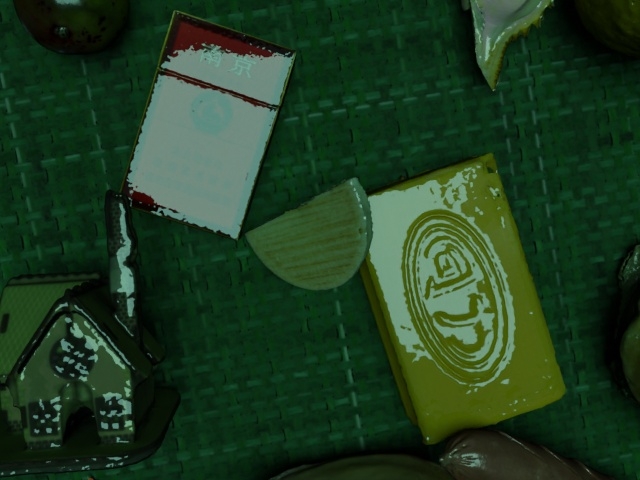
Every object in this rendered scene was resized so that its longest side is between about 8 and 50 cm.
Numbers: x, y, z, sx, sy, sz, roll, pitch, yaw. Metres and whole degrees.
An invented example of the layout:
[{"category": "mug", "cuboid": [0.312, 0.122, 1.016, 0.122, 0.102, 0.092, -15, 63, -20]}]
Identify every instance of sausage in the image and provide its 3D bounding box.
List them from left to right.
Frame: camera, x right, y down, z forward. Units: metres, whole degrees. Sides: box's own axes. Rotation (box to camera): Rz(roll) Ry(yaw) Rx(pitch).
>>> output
[{"category": "sausage", "cuboid": [0.318, 0.321, 0.744, 0.433, 0.088, 0.088, 27, 92, -20]}]

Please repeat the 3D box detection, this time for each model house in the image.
[{"category": "model house", "cuboid": [-0.286, 0.087, 0.668, 0.218, 0.205, 0.279, -4, 95, -4]}]

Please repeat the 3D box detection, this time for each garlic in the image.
[{"category": "garlic", "cuboid": [0.023, 0.331, 0.715, 0.338, 0.196, 0.151, 5, 78, -2]}]

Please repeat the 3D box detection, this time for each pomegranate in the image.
[{"category": "pomegranate", "cuboid": [-0.287, -0.277, 0.698, 0.130, 0.130, 0.130, 0, 94, -4]}]

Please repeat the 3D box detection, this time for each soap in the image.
[{"category": "soap", "cuboid": [0.164, 0.066, 0.750, 0.204, 0.096, 0.324, -20, 95, -2]}]

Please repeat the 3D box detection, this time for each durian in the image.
[{"category": "durian", "cuboid": [0.219, -0.301, 0.746, 0.140, 0.078, 0.224, 3, 104, -16]}]

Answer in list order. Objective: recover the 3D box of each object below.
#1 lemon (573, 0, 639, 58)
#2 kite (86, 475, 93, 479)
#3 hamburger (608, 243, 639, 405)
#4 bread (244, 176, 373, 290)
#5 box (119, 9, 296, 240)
[{"category": "lemon", "cuboid": [0.414, -0.346, 0.661, 0.258, 0.258, 0.310, -3, 100, -3]}, {"category": "kite", "cuboid": [-0.223, 0.401, 0.791, 0.222, 0.008, 0.125, 22, 92, -5]}, {"category": "hamburger", "cuboid": [0.506, 0.125, 0.758, 0.265, 0.134, 0.285, -21, 97, 0]}, {"category": "bread", "cuboid": [-0.001, 0.004, 0.719, 0.193, 0.036, 0.112, -24, 96, 42]}, {"category": "box", "cuboid": [-0.135, -0.135, 0.732, 0.153, 0.074, 0.240, 18, 92, 0]}]
